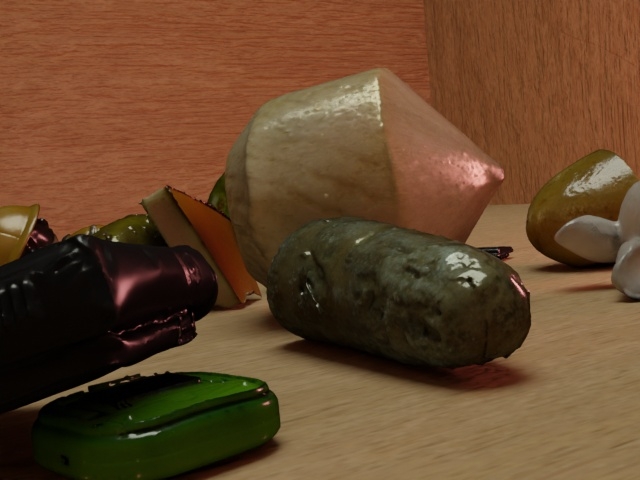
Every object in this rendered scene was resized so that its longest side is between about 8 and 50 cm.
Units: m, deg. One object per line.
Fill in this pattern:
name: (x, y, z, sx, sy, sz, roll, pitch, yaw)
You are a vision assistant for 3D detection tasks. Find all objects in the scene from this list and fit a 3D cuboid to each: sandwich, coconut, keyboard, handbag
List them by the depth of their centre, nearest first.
handbag: (-0.216, 0.076, 0.629, 0.275, 0.088, 0.244, -23, -4, 8)
coconut: (0.055, -0.057, 1.092, 0.328, 0.329, 0.329, -5, 4, 0)
sandwich: (-0.155, 0.024, 1.260, 0.058, 0.163, 0.193, -30, -23, 13)
keyboard: (0.215, 0.025, 1.607, 0.230, 0.025, 0.093, -3, 3, 31)

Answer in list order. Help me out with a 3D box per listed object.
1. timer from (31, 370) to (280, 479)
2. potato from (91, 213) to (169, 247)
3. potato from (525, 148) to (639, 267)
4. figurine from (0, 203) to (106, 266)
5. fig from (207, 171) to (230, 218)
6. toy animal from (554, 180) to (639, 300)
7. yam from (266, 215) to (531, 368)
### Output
timer: (-0.104, 0.113, 0.581, 0.140, 0.047, 0.128, -9, 5, -43)
potato: (-0.270, 0.034, 1.267, 0.113, 0.149, 0.251, 29, 25, 3)
potato: (0.384, -0.031, 1.370, 0.158, 0.178, 0.203, -20, 29, 0)
figurine: (-0.481, 0.019, 1.580, 0.256, 0.167, 0.192, -4, -10, -25)
fig: (-0.056, -0.064, 1.751, 0.314, 0.233, 0.233, -16, 7, -18)
toy animal: (0.464, -0.019, 1.102, 0.325, 0.154, 0.208, -26, 29, -7)
yam: (0.061, 0.047, 0.821, 0.133, 0.133, 0.330, -7, 8, -27)
